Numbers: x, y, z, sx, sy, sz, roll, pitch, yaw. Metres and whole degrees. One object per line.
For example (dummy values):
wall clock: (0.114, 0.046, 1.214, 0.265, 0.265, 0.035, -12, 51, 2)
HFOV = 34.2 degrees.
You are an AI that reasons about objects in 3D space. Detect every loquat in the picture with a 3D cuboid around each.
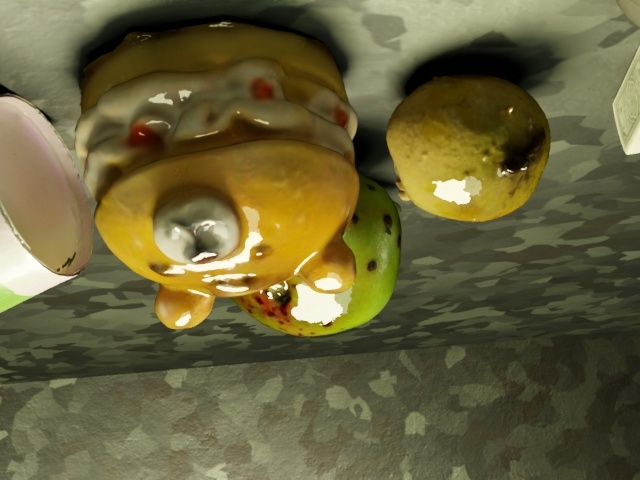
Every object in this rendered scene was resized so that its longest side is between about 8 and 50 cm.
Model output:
loquat: (0.146, -0.094, 1.081, 0.172, 0.149, 0.204, 5, 174, -37)

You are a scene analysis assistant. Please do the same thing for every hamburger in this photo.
hamburger: (-0.092, -0.051, 0.982, 0.277, 0.236, 0.276, -9, 162, -3)

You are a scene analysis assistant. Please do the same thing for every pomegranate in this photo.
pomegranate: (-0.016, -0.003, 1.254, 0.231, 0.230, 0.286, -8, -169, 5)

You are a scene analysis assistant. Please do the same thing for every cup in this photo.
cup: (-0.385, -0.008, 1.019, 0.274, 0.253, 0.253, -18, 161, 13)

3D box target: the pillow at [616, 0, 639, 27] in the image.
pillow: (0.357, -0.179, 0.744, 0.326, 0.101, 0.228, 32, 178, 25)

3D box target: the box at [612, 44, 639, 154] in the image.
box: (0.454, -0.167, 1.090, 0.257, 0.069, 0.164, -8, 163, 2)
